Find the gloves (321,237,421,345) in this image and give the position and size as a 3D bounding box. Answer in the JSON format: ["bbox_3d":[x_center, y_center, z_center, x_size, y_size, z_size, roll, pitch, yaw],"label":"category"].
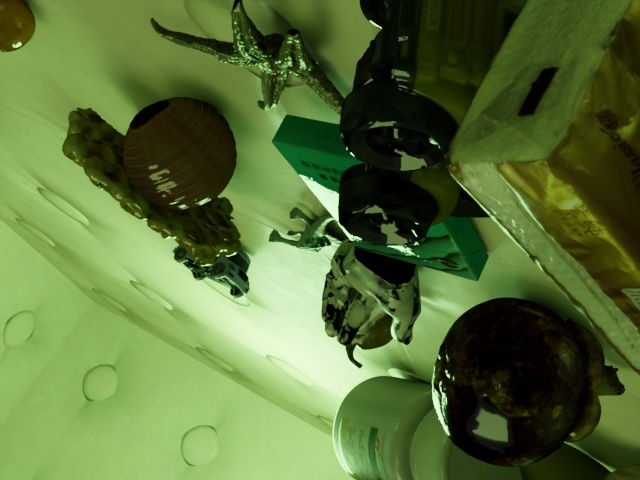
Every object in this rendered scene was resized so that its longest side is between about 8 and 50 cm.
[{"bbox_3d":[0.067,0.064,1.142,0.128,0.111,0.212,7,160,-4],"label":"gloves"}]

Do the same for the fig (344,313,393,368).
[{"bbox_3d":[0.063,0.132,1.343,0.084,0.098,0.082,45,164,0],"label":"fig"}]

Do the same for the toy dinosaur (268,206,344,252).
[{"bbox_3d":[0.002,-0.004,1.191,0.106,0.044,0.187,28,155,-31],"label":"toy dinosaur"}]

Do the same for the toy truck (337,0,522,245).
[{"bbox_3d":[0.100,-0.090,0.629,0.166,0.147,0.224,7,157,4],"label":"toy truck"}]

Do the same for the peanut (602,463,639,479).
[{"bbox_3d":[0.493,0.373,1.160,0.153,0.140,0.325,35,166,-26],"label":"peanut"}]

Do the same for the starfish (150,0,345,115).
[{"bbox_3d":[-0.050,-0.162,0.801,0.217,0.050,0.223,15,167,-2],"label":"starfish"}]

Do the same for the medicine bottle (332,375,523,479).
[{"bbox_3d":[0.184,0.350,1.534,0.208,0.208,0.340,40,162,-20],"label":"medicine bottle"}]

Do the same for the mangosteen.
[{"bbox_3d":[0.235,0.161,1.001,0.217,0.192,0.192,11,166,-11],"label":"mangosteen"}]

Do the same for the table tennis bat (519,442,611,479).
[{"bbox_3d":[0.449,0.405,1.348,0.369,0.054,0.224,24,-155,-17],"label":"table tennis bat"}]

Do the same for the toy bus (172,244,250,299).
[{"bbox_3d":[-0.181,0.037,1.559,0.167,0.076,0.073,19,157,44],"label":"toy bus"}]

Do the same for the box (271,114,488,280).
[{"bbox_3d":[0.068,-0.040,0.918,0.161,0.042,0.226,17,161,33],"label":"box"}]

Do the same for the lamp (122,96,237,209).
[{"bbox_3d":[-0.163,-0.101,1.045,0.136,0.136,0.136,30,163,10],"label":"lamp"}]

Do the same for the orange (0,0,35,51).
[{"bbox_3d":[-0.391,-0.270,1.099,0.083,0.070,0.083,35,179,1],"label":"orange"}]

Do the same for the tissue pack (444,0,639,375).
[{"bbox_3d":[0.188,-0.040,0.494,0.226,0.183,0.092,42,157,-27],"label":"tissue pack"}]

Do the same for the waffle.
[{"bbox_3d":[-0.217,-0.076,1.180,0.291,0.051,0.291,38,-167,-11],"label":"waffle"}]
